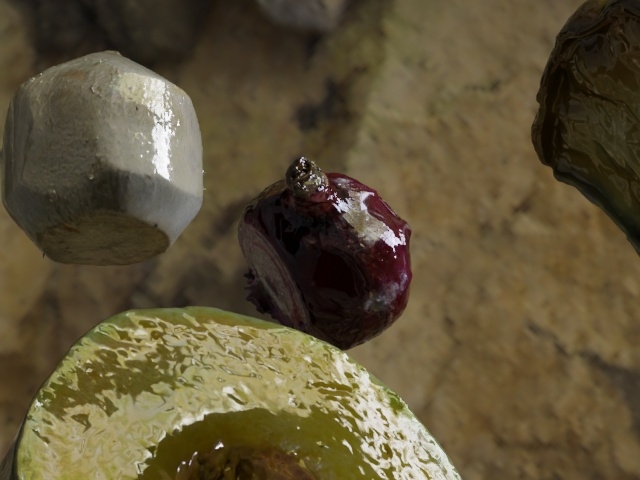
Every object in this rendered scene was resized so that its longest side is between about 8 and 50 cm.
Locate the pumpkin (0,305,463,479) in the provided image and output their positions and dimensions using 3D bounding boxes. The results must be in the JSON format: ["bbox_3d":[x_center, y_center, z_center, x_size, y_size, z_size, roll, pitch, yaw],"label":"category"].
[{"bbox_3d":[-0.069,0.219,1.174,0.199,0.332,0.332,-51,-157,40],"label":"pumpkin"}]

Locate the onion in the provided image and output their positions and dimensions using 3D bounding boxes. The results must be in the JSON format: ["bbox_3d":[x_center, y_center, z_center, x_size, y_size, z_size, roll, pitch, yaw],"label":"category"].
[{"bbox_3d":[0.013,-0.006,1.737,0.135,0.198,0.173,-28,-125,-26],"label":"onion"}]

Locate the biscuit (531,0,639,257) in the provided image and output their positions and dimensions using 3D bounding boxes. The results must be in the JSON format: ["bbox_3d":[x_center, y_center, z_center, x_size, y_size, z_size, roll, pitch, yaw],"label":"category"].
[{"bbox_3d":[0.256,-0.006,1.119,0.078,0.335,0.329,-38,-179,-13],"label":"biscuit"}]

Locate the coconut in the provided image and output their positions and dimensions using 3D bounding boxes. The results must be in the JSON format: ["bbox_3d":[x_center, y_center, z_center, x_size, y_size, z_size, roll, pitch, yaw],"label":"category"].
[{"bbox_3d":[-0.175,-0.070,1.555,0.161,0.161,0.162,-24,-119,36],"label":"coconut"}]
